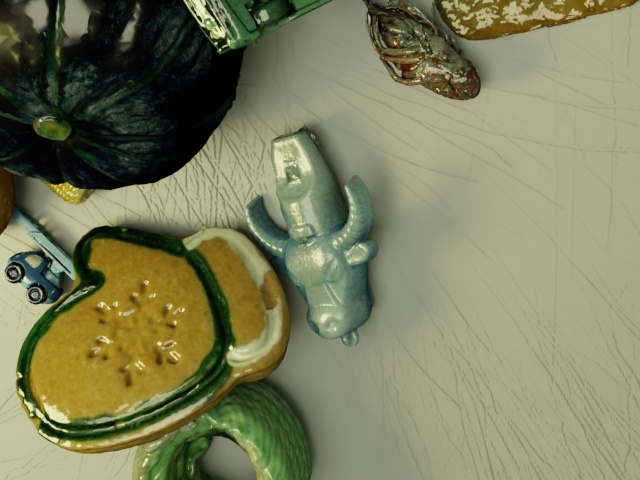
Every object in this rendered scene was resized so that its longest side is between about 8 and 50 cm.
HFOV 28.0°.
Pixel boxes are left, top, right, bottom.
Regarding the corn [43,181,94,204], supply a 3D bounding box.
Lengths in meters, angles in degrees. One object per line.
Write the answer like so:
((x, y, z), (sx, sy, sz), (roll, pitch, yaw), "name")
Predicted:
((-0.341, -0.119, 1.587), (0.165, 0.063, 0.085), (39, 135, 3), "corn")

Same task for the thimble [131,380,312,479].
((-0.122, 0.277, 1.598), (0.218, 0.150, 0.219), (4, 107, 12), "thimble")

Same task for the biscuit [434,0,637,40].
((0.244, -0.293, 1.409), (0.247, 0.029, 0.119), (-10, 110, 16), "biscuit")

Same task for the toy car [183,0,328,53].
((-0.032, -0.295, 1.335), (0.097, 0.320, 0.141), (-22, 100, 45), "toy car")

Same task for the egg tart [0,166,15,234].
((-0.470, -0.064, 1.567), (0.202, 0.147, 0.203), (6, 100, 35), "egg tart")

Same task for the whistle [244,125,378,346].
((0.000, 0.000, 1.519), (0.180, 0.093, 0.269), (-11, 103, 42), "whistle")

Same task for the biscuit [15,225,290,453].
((-0.215, 0.096, 1.545), (0.343, 0.057, 0.287), (-25, 63, 1), "biscuit")

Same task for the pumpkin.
((-0.256, -0.219, 1.398), (0.363, 0.266, 0.363), (3, 143, 2), "pumpkin")

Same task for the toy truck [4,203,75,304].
((-0.375, 0.020, 1.636), (0.136, 0.063, 0.074), (43, 89, -2), "toy truck")

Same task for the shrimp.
((0.103, -0.224, 1.442), (0.190, 0.075, 0.073), (47, 154, 9), "shrimp")
